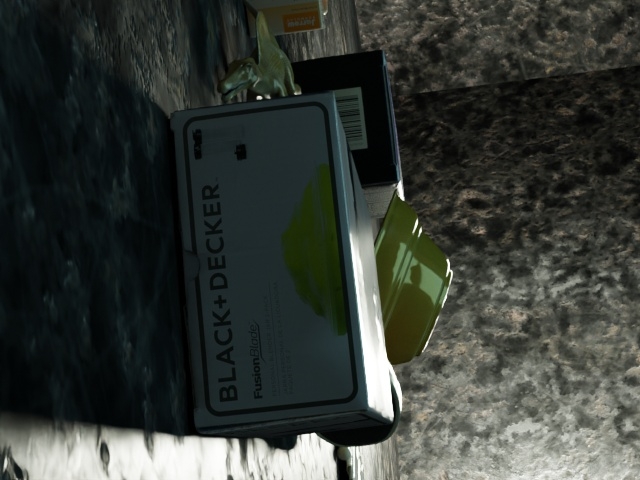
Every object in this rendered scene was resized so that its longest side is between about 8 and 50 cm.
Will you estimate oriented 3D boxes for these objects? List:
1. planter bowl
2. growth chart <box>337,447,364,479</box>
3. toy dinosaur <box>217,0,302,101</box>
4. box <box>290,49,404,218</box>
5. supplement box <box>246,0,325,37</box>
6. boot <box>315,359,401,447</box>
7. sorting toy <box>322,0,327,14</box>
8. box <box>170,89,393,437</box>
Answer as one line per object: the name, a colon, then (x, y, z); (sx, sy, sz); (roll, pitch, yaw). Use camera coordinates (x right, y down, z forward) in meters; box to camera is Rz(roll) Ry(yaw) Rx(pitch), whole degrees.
planter bowl: (0.081, 0.062, 1.185); (0.217, 0.090, 0.217); (22, 90, -88)
growth chart: (0.044, 0.295, 1.357); (0.172, 0.021, 0.237); (-85, 168, -68)
toy dinosaur: (-0.037, -0.124, 0.812); (0.183, 0.053, 0.092); (-87, 168, -62)
box: (0.035, -0.112, 1.295); (0.207, 0.108, 0.153); (50, 33, -80)
supplement box: (-0.033, -0.219, 0.922); (0.036, 0.062, 0.098); (-74, 156, -79)
boot: (0.014, 0.058, 0.988); (0.244, 0.088, 0.176); (73, 9, -46)
sorting toy: (-0.002, -0.460, 1.672); (0.347, 0.047, 0.196); (-90, 172, -52)
box: (-0.012, 0.035, 0.689); (0.290, 0.087, 0.169); (61, 23, -77)
